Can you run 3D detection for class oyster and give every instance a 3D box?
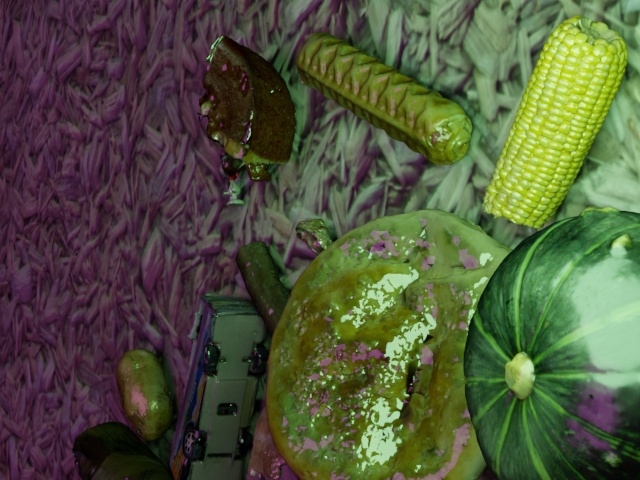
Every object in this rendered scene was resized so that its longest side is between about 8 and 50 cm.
[{"bbox_3d":[0.000,0.000,1.798,0.083,0.038,0.081,47,160,11],"label":"oyster"}]

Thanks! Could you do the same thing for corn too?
[{"bbox_3d":[0.255,-0.123,1.351,0.093,0.093,0.244,53,135,42],"label":"corn"}]

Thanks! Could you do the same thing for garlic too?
[{"bbox_3d":[-0.033,0.288,1.786,0.174,0.099,0.124,0,77,54],"label":"garlic"}]

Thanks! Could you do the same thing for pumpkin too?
[{"bbox_3d":[0.280,0.129,1.181,0.323,0.241,0.323,-2,87,54],"label":"pumpkin"}]

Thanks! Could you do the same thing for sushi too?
[{"bbox_3d":[-0.099,-0.132,1.918,0.050,0.047,0.099,84,168,-79],"label":"sushi"}]

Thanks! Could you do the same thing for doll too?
[{"bbox_3d":[-0.141,-0.099,1.985,0.058,0.040,0.085,124,140,-57],"label":"doll"}]

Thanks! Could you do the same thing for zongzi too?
[{"bbox_3d":[-0.317,0.386,2.093,0.286,0.138,0.300,56,152,27],"label":"zongzi"}]

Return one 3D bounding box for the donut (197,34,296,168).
[{"bbox_3d":[-0.101,-0.199,1.851,0.186,0.126,0.144,44,114,41],"label":"donut"}]

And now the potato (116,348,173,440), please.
[{"bbox_3d":[-0.315,0.273,2.205,0.107,0.080,0.171,-33,61,38],"label":"potato"}]

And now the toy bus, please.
[{"bbox_3d":[-0.163,0.236,1.962,0.138,0.112,0.317,-137,56,-60],"label":"toy bus"}]

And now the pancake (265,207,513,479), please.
[{"bbox_3d":[0.087,0.139,1.481,0.386,0.082,0.387,-13,64,29],"label":"pancake"}]

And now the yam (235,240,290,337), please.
[{"bbox_3d":[-0.057,0.117,1.845,0.061,0.061,0.274,-58,46,38],"label":"yam"}]

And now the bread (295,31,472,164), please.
[{"bbox_3d":[0.076,-0.192,1.633,0.367,0.077,0.084,40,118,50],"label":"bread"}]
